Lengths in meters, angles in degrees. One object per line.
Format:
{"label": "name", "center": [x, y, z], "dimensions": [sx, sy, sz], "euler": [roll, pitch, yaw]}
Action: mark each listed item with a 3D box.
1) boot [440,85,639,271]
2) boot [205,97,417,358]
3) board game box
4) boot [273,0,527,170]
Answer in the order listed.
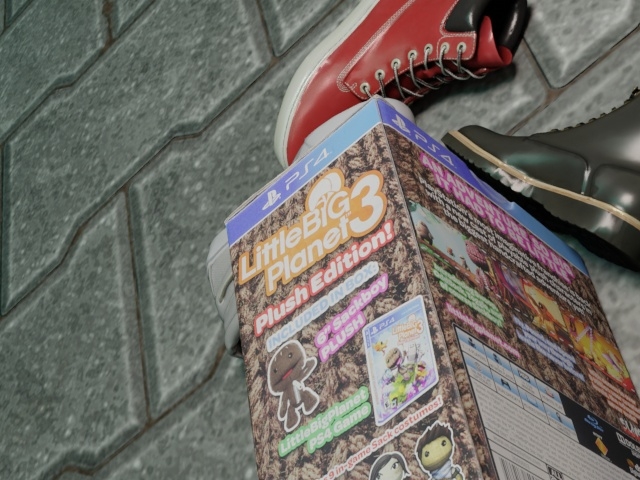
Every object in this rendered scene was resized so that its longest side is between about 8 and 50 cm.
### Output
{"label": "boot", "center": [0.195, -0.074, 0.850], "dimensions": [0.198, 0.077, 0.137], "euler": [35, 87, 41]}
{"label": "boot", "center": [0.000, 0.000, 1.008], "dimensions": [0.258, 0.095, 0.123], "euler": [-44, 43, 31]}
{"label": "board game box", "center": [0.082, 0.099, 0.706], "dimensions": [0.141, 0.232, 0.291], "euler": [-38, 40, 25]}
{"label": "boot", "center": [0.071, -0.138, 1.021], "dimensions": [0.244, 0.088, 0.176], "euler": [-55, 38, -2]}
